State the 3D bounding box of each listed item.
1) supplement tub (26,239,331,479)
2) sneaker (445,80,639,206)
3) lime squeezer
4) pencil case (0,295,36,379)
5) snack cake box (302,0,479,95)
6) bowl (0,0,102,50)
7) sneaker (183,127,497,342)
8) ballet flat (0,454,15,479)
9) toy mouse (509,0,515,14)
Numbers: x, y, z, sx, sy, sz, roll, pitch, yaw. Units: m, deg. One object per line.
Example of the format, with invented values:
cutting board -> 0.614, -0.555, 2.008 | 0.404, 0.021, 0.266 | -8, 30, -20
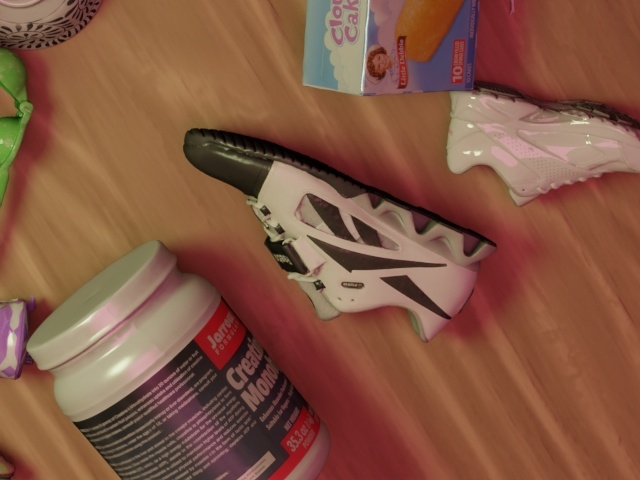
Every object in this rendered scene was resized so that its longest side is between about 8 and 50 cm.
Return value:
supplement tub -> -0.137, 0.155, 1.783 | 0.191, 0.191, 0.272 | -38, 103, 3
sneaker -> 0.233, -0.086, 1.827 | 0.232, 0.090, 0.115 | 12, 107, 2
lime squeezer -> -0.328, -0.117, 1.764 | 0.110, 0.059, 0.310 | -23, 112, -33
pencil case -> -0.385, 0.084, 1.804 | 0.206, 0.086, 0.088 | 8, 67, -8
snack cake box -> 0.073, -0.274, 1.729 | 0.152, 0.089, 0.264 | -8, 106, -42
bowl -> -0.287, -0.264, 1.741 | 0.170, 0.080, 0.170 | -1, 101, -5
sneaker -> 0.000, 0.000, 1.797 | 0.331, 0.122, 0.146 | 26, 97, -9
ballet flat -> -0.421, 0.211, 1.837 | 0.222, 0.077, 0.079 | -2, 82, -4
toy mouse -> 0.198, -0.293, 1.799 | 0.161, 0.031, 0.143 | 6, 101, -6
